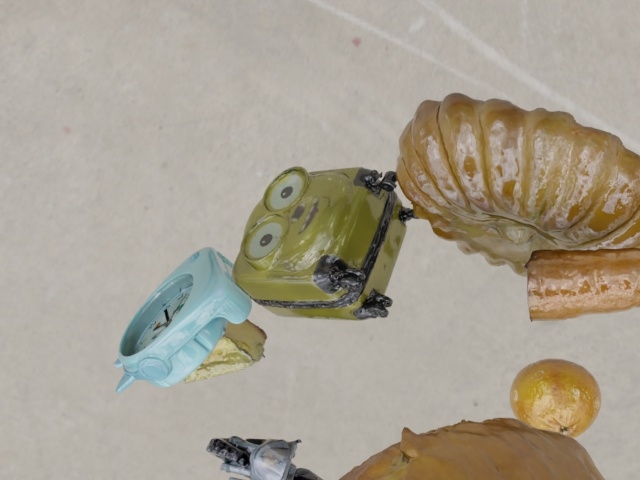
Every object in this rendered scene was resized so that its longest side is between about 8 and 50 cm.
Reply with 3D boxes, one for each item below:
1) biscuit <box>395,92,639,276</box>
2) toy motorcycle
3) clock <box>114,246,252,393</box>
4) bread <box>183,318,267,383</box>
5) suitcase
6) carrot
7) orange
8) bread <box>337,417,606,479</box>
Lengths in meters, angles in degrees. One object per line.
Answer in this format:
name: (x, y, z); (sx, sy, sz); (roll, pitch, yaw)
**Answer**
biscuit: (0.230, -0.041, 1.094); (0.325, 0.107, 0.326); (25, 163, 8)
toy motorcycle: (-0.065, 0.399, 1.638); (0.159, 0.106, 0.270); (-8, 144, 47)
clock: (-0.242, 0.146, 1.629); (0.274, 0.223, 0.094); (-46, 112, 6)
bread: (-0.200, 0.164, 1.807); (0.169, 0.140, 0.160); (-15, 111, 14)
suitcase: (0.000, 0.000, 1.295); (0.234, 0.194, 0.143); (-2, 148, 42)
carrot: (0.301, 0.037, 0.928); (0.205, 0.072, 0.072); (-6, 122, 15)
orange: (0.467, 0.317, 1.919); (0.177, 0.155, 0.178); (14, 150, 8)
bread: (0.094, 0.257, 0.527); (0.312, 0.312, 0.172); (41, 135, -19)
